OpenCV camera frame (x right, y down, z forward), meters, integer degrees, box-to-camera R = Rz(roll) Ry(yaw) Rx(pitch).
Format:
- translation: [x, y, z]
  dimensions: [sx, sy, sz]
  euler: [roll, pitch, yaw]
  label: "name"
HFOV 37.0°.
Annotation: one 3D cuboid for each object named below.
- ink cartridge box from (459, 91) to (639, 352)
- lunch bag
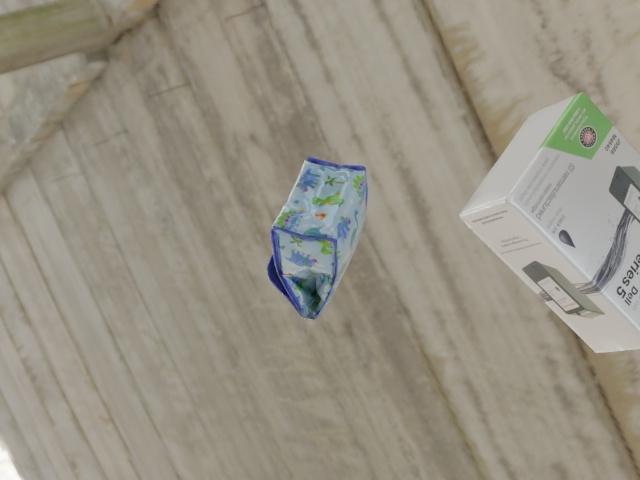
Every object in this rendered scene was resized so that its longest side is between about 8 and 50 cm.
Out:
- translation: [0.344, -0.018, 1.223]
  dimensions: [0.273, 0.198, 0.115]
  euler: [43, -24, -13]
  label: "ink cartridge box"
- translation: [0.000, 0.000, 1.112]
  dimensions: [0.096, 0.129, 0.151]
  euler: [12, -40, 16]
  label: "lunch bag"
